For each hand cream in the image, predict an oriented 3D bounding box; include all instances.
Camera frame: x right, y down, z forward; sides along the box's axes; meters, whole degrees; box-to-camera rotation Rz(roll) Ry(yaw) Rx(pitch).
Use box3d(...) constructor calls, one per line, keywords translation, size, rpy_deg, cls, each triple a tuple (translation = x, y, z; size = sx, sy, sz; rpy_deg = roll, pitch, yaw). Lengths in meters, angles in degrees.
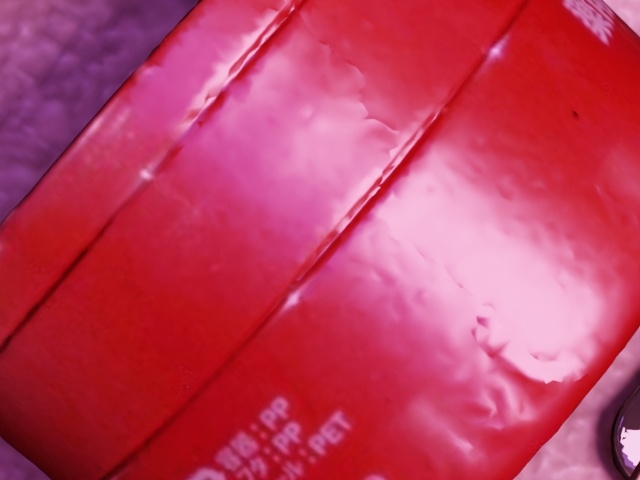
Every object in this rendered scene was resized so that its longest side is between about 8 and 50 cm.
box3d(translation=(0.000, 0.000, 0.528), size=(0.149, 0.230, 0.230), rpy_deg=(44, 77, -4), cls="hand cream")

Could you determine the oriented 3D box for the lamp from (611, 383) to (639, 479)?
box3d(translation=(0.150, 0.075, 0.535), size=(0.124, 0.283, 0.203), rpy_deg=(40, 79, 13), cls="lamp")
